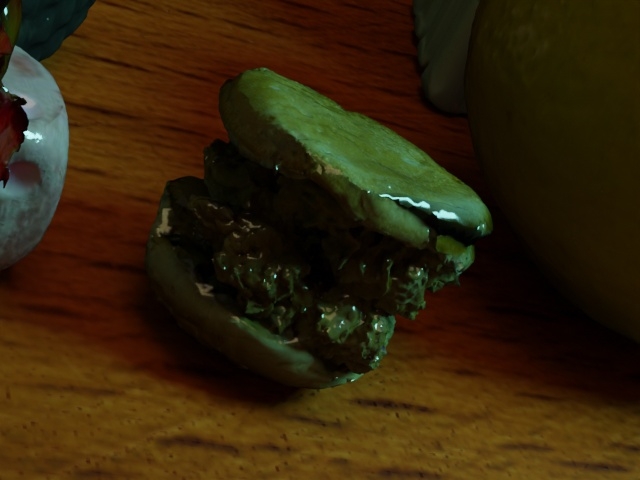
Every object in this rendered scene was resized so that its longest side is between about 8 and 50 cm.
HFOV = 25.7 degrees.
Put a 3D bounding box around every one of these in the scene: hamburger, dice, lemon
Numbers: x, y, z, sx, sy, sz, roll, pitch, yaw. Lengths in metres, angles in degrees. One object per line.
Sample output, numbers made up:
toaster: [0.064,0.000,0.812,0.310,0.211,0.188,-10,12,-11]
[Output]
hamburger: [0.000,0.000,0.730,0.184,0.131,0.159,17,22,-32]
dice: [-0.178,-0.044,0.671,0.091,0.094,0.093,6,35,-32]
lemon: [0.255,-0.090,0.880,0.347,0.348,0.348,21,31,-13]

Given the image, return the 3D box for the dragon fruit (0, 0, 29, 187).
dragon fruit: [-0.225,-0.083,0.515,0.243,0.227,0.307,21,58,-17]

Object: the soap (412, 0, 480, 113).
soap: [0.194,-0.271,1.080,0.115,0.347,0.208,20,30,-13]

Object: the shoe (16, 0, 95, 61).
shoe: [-0.268,-0.167,0.774,0.171,0.132,0.336,32,31,25]
